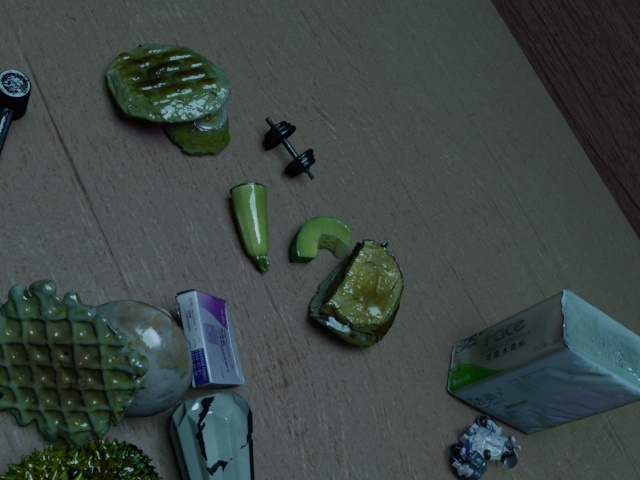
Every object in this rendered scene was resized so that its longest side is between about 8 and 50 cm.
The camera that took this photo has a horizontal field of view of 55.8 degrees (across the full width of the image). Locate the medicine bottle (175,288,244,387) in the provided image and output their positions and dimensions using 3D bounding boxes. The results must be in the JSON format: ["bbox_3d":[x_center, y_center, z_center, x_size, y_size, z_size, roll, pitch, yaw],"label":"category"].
[{"bbox_3d":[-0.235,0.214,1.292,0.171,0.052,0.201,42,31,-67],"label":"medicine bottle"}]

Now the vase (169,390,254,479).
[{"bbox_3d":[-0.188,0.483,1.169,0.165,0.165,0.360,-2,71,-35],"label":"vase"}]

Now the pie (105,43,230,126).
[{"bbox_3d":[-0.380,-0.391,1.496,0.306,0.071,0.306,4,51,-5],"label":"pie"}]

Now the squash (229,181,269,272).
[{"bbox_3d":[-0.162,-0.028,1.511,0.094,0.094,0.224,-4,75,-36],"label":"squash"}]

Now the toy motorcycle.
[{"bbox_3d":[0.436,0.559,1.595,0.150,0.102,0.221,44,43,21],"label":"toy motorcycle"}]

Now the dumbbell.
[{"bbox_3d":[-0.084,-0.253,1.666,0.208,0.099,0.099,52,49,-1],"label":"dumbbell"}]

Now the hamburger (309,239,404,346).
[{"bbox_3d":[0.117,0.147,1.566,0.211,0.132,0.309,42,50,-9],"label":"hamburger"}]

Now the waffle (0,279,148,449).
[{"bbox_3d":[-0.455,0.217,1.044,0.292,0.309,0.056,40,24,-7],"label":"waffle"}]

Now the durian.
[{"bbox_3d":[-0.386,0.447,0.984,0.291,0.291,0.224,10,104,-30],"label":"durian"}]

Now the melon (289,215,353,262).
[{"bbox_3d":[0.000,0.000,1.614,0.209,0.064,0.118,-1,66,-37],"label":"melon"}]

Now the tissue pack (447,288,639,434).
[{"bbox_3d":[0.603,0.338,1.619,0.332,0.405,0.205,31,49,-18],"label":"tissue pack"}]

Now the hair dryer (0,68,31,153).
[{"bbox_3d":[-0.662,-0.222,1.250,0.070,0.128,0.255,16,68,-28],"label":"hair dryer"}]

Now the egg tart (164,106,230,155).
[{"bbox_3d":[-0.313,-0.315,1.558,0.197,0.078,0.197,16,55,-24],"label":"egg tart"}]

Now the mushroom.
[{"bbox_3d":[-0.351,0.207,1.174,0.243,0.243,0.243,16,58,-27],"label":"mushroom"}]
